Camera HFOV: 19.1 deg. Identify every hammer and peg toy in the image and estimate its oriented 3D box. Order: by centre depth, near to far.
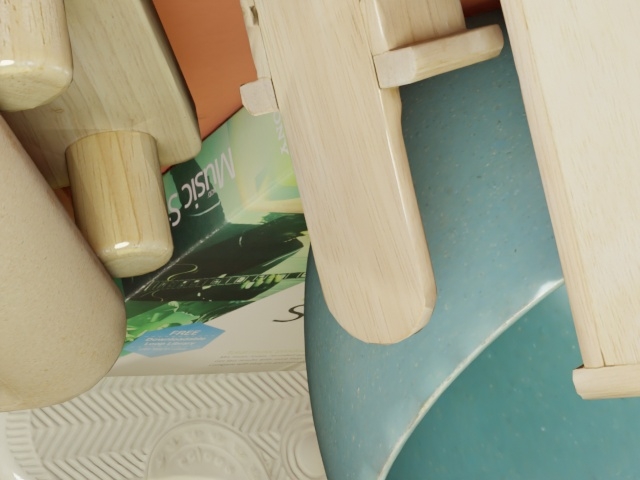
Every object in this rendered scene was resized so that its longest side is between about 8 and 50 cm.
[{"bbox_3d":[-0.194,-0.073,0.624,0.266,0.127,0.361,-12,162,3],"label":"hammer and peg toy"}]

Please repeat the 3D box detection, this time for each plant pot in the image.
[{"bbox_3d":[0.108,0.008,0.848,0.290,0.195,0.290,-20,143,-15],"label":"plant pot"}]

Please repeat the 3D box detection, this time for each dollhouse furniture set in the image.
[{"bbox_3d":[0.200,-0.077,0.688,0.303,0.174,0.355,-7,-171,41],"label":"dollhouse furniture set"}]

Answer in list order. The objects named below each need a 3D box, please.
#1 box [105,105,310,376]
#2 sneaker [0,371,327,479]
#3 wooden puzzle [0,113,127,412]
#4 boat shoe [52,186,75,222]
[{"bbox_3d":[0.000,0.000,1.077,0.232,0.058,0.322,1,156,-35],"label":"box"},{"bbox_3d":[-0.109,0.142,1.345,0.350,0.131,0.148,9,159,-36],"label":"sneaker"},{"bbox_3d":[-0.253,0.048,0.617,0.347,0.081,0.322,-11,162,2],"label":"wooden puzzle"},{"bbox_3d":[-0.206,0.055,1.013,0.116,0.123,0.324,-3,161,-33],"label":"boat shoe"}]
